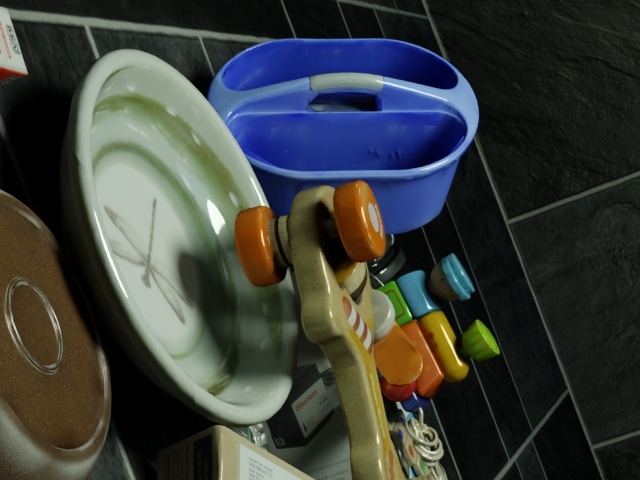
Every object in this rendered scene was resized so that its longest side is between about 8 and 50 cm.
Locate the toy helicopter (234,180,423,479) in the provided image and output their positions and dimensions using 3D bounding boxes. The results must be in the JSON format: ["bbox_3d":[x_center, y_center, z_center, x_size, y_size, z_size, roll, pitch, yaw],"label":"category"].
[{"bbox_3d":[0.034,0.117,1.786,0.235,0.140,0.355,25,52,-73],"label":"toy helicopter"}]

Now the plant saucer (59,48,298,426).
[{"bbox_3d":[-0.161,0.007,1.706,0.400,0.100,0.400,50,29,-40],"label":"plant saucer"}]

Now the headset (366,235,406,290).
[{"bbox_3d":[0.000,0.000,2.272,0.243,0.185,0.394,60,3,-41],"label":"headset"}]

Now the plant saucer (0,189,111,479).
[{"bbox_3d":[-0.259,0.079,1.434,0.311,0.050,0.311,57,19,-33],"label":"plant saucer"}]

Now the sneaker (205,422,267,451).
[{"bbox_3d":[-0.084,0.263,1.770,0.076,0.065,0.166,2,64,-55],"label":"sneaker"}]

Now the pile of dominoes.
[{"bbox_3d":[0.105,0.259,1.930,0.196,0.040,0.251,-89,153,-48],"label":"pile of dominoes"}]

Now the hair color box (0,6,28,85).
[{"bbox_3d":[-0.327,-0.184,1.540,0.141,0.043,0.072,6,64,-71],"label":"hair color box"}]

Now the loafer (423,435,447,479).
[{"bbox_3d":[0.145,0.322,2.445,0.039,0.045,0.125,9,54,-52],"label":"loafer"}]

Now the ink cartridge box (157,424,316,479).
[{"bbox_3d":[-0.053,0.314,1.629,0.234,0.088,0.193,36,39,-41],"label":"ink cartridge box"}]

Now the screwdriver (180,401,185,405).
[{"bbox_3d":[-0.147,0.106,1.803,0.025,0.024,0.170,22,39,-27],"label":"screwdriver"}]

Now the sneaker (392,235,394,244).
[{"bbox_3d":[0.084,-0.047,2.613,0.211,0.080,0.081,-73,142,-66],"label":"sneaker"}]

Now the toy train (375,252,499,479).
[{"bbox_3d":[0.145,0.147,1.943,0.248,0.143,0.105,64,14,16],"label":"toy train"}]

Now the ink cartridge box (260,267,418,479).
[{"bbox_3d":[0.001,0.170,1.998,0.307,0.129,0.223,68,18,-4],"label":"ink cartridge box"}]

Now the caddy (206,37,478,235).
[{"bbox_3d":[0.025,-0.143,2.120,0.179,0.341,0.241,97,-11,-49],"label":"caddy"}]
